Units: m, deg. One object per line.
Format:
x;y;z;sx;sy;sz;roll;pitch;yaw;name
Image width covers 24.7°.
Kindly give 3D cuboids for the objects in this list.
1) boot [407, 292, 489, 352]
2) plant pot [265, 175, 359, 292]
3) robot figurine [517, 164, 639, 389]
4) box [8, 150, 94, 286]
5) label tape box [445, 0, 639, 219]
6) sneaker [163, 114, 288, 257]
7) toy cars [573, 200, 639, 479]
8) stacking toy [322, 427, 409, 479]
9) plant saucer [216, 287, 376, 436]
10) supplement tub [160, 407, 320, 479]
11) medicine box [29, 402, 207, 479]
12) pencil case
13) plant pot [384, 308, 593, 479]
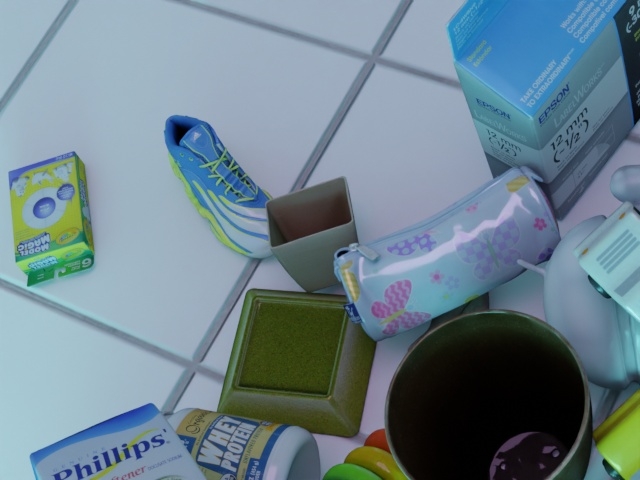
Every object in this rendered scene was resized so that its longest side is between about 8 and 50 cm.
0.152;0.089;1.793;0.118;0.042;0.087;-21;52;3;boot
0.000;0.000;1.839;0.109;0.096;0.109;-18;34;7;plant pot
0.404;0.059;1.635;0.353;0.200;0.300;-8;85;12;robot figurine
-0.370;-0.028;2.009;0.105;0.043;0.179;-17;60;7;box
0.292;-0.219;1.737;0.115;0.348;0.249;33;75;29;label tape box
-0.138;-0.078;1.917;0.091;0.126;0.240;-41;58;-8;sneaker
0.365;0.154;1.517;0.176;0.394;0.087;-5;16;12;toy cars
0.055;0.291;1.625;0.141;0.141;0.330;27;51;27;stacking toy
-0.030;0.140;1.811;0.188;0.045;0.188;4;63;18;plant saucer
-0.114;0.274;1.702;0.199;0.144;0.144;7;64;20;supplement tub
-0.163;0.366;1.505;0.149;0.264;0.289;-21;39;-20;medicine box
0.152;0.015;1.743;0.273;0.113;0.124;-25;97;5;pencil case
0.205;0.220;1.582;0.215;0.230;0.215;-10;59;17;plant pot
